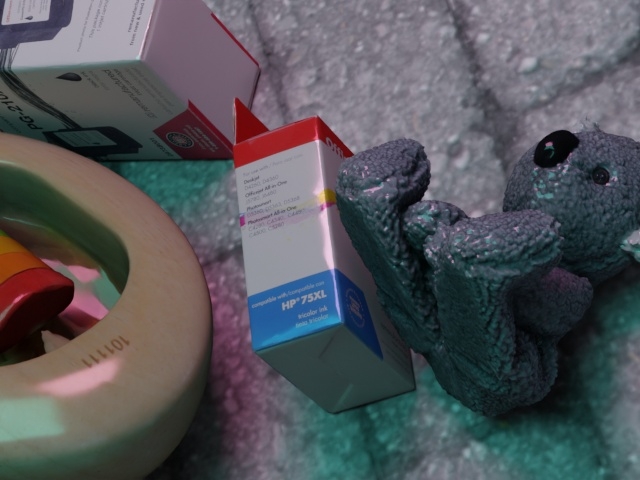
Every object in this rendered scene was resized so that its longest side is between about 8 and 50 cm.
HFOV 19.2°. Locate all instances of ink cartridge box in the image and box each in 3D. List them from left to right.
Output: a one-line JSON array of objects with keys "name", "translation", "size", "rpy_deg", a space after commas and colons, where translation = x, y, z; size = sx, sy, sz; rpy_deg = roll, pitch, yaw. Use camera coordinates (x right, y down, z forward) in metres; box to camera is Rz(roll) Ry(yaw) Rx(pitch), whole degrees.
[{"name": "ink cartridge box", "translation": [-0.200, -0.147, 1.628], "size": [0.237, 0.172, 0.100], "rpy_deg": [0, 64, 28]}, {"name": "ink cartridge box", "translation": [0.000, 0.000, 1.465], "size": [0.078, 0.134, 0.231], "rpy_deg": [-19, 57, 19]}]

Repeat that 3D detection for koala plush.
[{"name": "koala plush", "translation": [0.161, -0.003, 1.380], "size": [0.221, 0.203, 0.196], "rpy_deg": [-35, 38, -19]}]

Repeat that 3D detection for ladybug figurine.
[{"name": "ladybug figurine", "translation": [-0.263, 0.065, 1.525], "size": [0.305, 0.162, 0.449], "rpy_deg": [-33, 48, -24]}]
